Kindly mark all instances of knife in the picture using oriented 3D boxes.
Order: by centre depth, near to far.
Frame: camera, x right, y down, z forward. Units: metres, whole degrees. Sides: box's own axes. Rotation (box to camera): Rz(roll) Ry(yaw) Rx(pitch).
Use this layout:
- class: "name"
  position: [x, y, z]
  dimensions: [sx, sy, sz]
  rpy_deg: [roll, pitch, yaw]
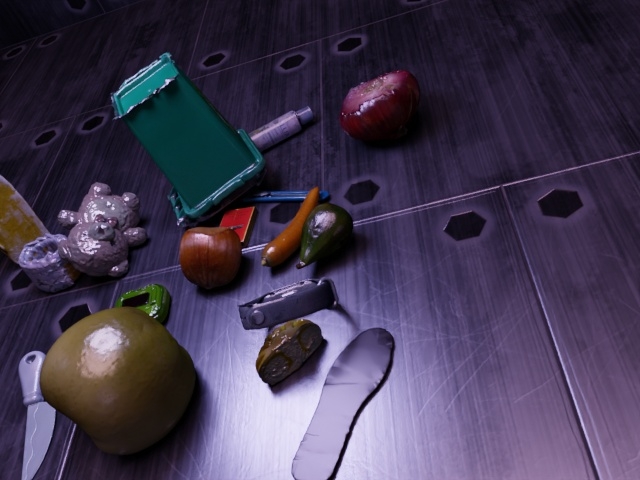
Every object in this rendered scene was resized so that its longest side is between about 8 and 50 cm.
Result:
- class: "knife"
  position: [-0.630, 0.382, 1.453]
  dimensions: [0.080, 0.044, 0.331]
  rpy_deg: [-21, 47, -6]
- class: "knife"
  position: [-0.110, -0.121, 1.734]
  dimensions: [0.297, 0.026, 0.044]
  rpy_deg: [1, 35, 27]

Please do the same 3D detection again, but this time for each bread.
- class: "bread"
  position: [-0.071, 0.213, 1.335]
  dimensions: [0.157, 0.083, 0.094]
  rpy_deg: [-32, 30, -7]

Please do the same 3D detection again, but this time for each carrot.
- class: "carrot"
  position: [-0.056, -0.031, 1.589]
  dimensions: [0.066, 0.062, 0.271]
  rpy_deg: [-8, 37, 54]

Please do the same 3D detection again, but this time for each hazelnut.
- class: "hazelnut"
  position: [-0.265, 0.038, 1.562]
  dimensions: [0.150, 0.150, 0.150]
  rpy_deg: [-13, 42, 13]

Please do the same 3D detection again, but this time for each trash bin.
- class: "trash bin"
  position: [-0.362, -0.261, 1.716]
  dimensions: [0.295, 0.381, 0.259]
  rpy_deg: [-36, 37, 2]

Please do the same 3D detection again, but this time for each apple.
- class: "apple"
  position: [-0.418, 0.263, 1.323]
  dimensions: [0.295, 0.233, 0.257]
  rpy_deg: [21, 61, 39]

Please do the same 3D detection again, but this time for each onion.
- class: "onion"
  position: [0.161, -0.360, 1.755]
  dimensions: [0.248, 0.161, 0.248]
  rpy_deg: [-11, 33, 7]

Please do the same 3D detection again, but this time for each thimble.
- class: "thimble"
  position: [-0.733, 0.060, 1.773]
  dimensions: [0.152, 0.117, 0.127]
  rpy_deg: [-7, 42, 20]

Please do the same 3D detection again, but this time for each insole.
- class: "insole"
  position: [0.045, 0.303, 1.231]
  dimensions: [0.119, 0.009, 0.348]
  rpy_deg: [5, 49, 32]

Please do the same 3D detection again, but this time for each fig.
- class: "fig"
  position: [0.000, 0.000, 1.506]
  dimensions: [0.117, 0.117, 0.177]
  rpy_deg: [19, 73, 38]

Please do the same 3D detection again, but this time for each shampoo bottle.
- class: "shampoo bottle"
  position: [-0.121, -0.328, 1.924]
  dimensions: [0.214, 0.072, 0.072]
  rpy_deg: [-30, 41, -6]

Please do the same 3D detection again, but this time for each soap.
- class: "soap"
  position: [-0.990, -0.101, 1.933]
  dimensions: [0.335, 0.293, 0.156]
  rpy_deg: [23, 56, 41]

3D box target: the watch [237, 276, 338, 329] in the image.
- class: "watch"
  position: [-0.065, 0.130, 1.352]
  dimensions: [0.207, 0.068, 0.193]
  rpy_deg: [-17, 2, 4]

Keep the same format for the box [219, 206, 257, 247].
- class: "box"
  position: [-0.221, -0.032, 1.696]
  dimensions: [0.090, 0.023, 0.133]
  rpy_deg: [-8, 43, 21]

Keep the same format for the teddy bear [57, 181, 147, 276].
- class: "teddy bear"
  position: [-0.591, -0.027, 1.764]
  dimensions: [0.236, 0.151, 0.267]
  rpy_deg: [18, 38, -10]

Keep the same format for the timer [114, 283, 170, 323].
- class: "timer"
  position: [-0.435, 0.165, 1.574]
  dimensions: [0.140, 0.047, 0.128]
  rpy_deg: [-16, 41, 9]
